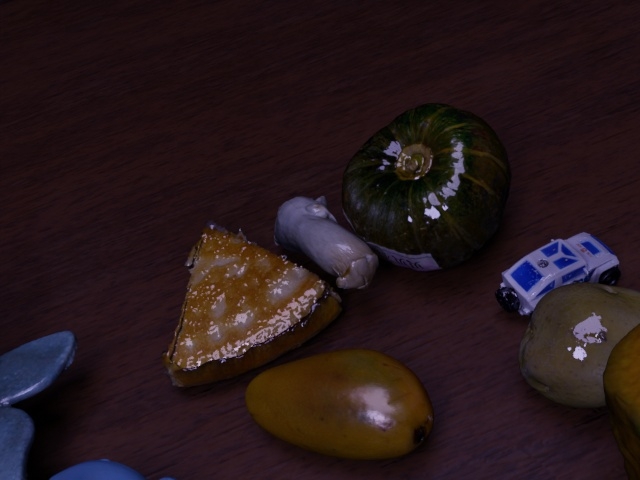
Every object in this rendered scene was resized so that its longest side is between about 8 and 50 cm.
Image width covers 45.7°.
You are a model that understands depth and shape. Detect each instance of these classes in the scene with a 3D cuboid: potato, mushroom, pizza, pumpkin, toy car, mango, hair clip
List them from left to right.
[{"bbox_3d":[-0.528,0.183,0.971,0.392,0.238,0.318,-17,32,30],"label":"hair clip"},{"bbox_3d":[-0.141,0.103,1.109,0.251,0.074,0.288,-41,47,-23],"label":"pizza"},{"bbox_3d":[-0.002,-0.002,1.126,0.099,0.096,0.278,-36,27,-9],"label":"mushroom"},{"bbox_3d":[0.020,0.197,0.939,0.253,0.113,0.138,1,50,28],"label":"mango"},{"bbox_3d":[0.165,-0.073,1.124,0.260,0.189,0.260,-17,55,27],"label":"pumpkin"},{"bbox_3d":[0.316,0.046,1.026,0.171,0.070,0.080,-25,45,-9],"label":"toy car"},{"bbox_3d":[0.339,0.129,0.897,0.194,0.157,0.157,13,50,11],"label":"potato"}]

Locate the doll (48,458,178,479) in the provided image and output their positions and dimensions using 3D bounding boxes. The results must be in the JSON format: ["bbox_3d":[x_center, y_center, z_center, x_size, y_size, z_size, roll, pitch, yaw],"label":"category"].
[{"bbox_3d":[-0.289,0.362,0.849,0.314,0.141,0.177,-33,77,-1],"label":"doll"}]

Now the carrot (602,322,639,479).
[{"bbox_3d":[0.399,0.166,0.713,0.242,0.340,0.241,-15,26,8],"label":"carrot"}]
